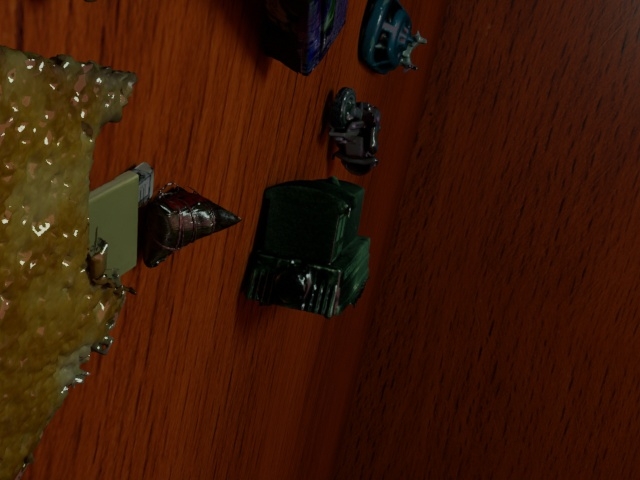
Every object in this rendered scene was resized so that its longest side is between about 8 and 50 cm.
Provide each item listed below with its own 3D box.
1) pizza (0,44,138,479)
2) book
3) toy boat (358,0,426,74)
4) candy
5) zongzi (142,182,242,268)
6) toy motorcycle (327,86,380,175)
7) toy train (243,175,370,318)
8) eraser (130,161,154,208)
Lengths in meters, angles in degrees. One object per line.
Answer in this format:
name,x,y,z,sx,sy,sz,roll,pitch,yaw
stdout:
pizza,-0.171,0.017,0.381,0.223,0.089,0.324,-53,159,-51
book,-0.161,0.007,0.576,0.111,0.014,0.077,-40,147,-51
toy boat,0.139,-0.373,1.590,0.299,0.092,0.134,-25,133,-79
candy,-0.011,-0.241,0.807,0.088,0.061,0.312,-58,178,-7
zongzi,-0.121,-0.025,0.747,0.083,0.073,0.067,-15,130,-32
toy motorcycle,0.052,-0.175,1.419,0.213,0.082,0.123,13,82,-72
toy train,0.000,0.000,1.224,0.330,0.138,0.178,-40,139,-75
eraser,-0.149,-0.029,0.642,0.099,0.019,0.027,-54,159,-57
